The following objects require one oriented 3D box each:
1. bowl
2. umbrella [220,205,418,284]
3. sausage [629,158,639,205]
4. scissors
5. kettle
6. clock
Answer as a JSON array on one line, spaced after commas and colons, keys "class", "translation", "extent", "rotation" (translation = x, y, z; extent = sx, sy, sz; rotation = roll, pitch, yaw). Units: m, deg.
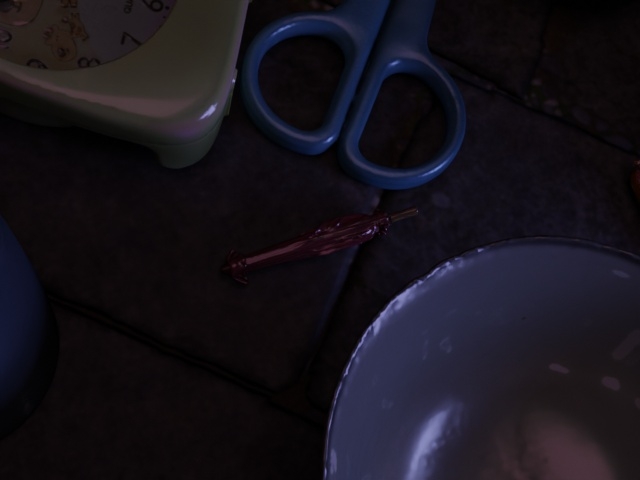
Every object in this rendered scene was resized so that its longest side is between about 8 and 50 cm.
[{"class": "bowl", "translation": [0.150, 0.178, 0.806], "extent": [0.337, 0.157, 0.337], "rotation": [4, 70, -11]}, {"class": "umbrella", "translation": [0.000, 0.000, 0.911], "extent": [0.165, 0.027, 0.025], "rotation": [-17, 30, -15]}, {"class": "sausage", "translation": [0.289, -0.021, 0.971], "extent": [0.031, 0.031, 0.107], "rotation": [-21, 76, -17]}, {"class": "scissors", "translation": [0.080, -0.255, 1.015], "extent": [0.193, 0.029, 0.447], "rotation": [22, 68, -3]}, {"class": "kettle", "translation": [-0.257, 0.012, 0.741], "extent": [0.160, 0.243, 0.210], "rotation": [-10, 71, -14]}, {"class": "clock", "translation": [-0.208, -0.196, 0.904], "extent": [0.308, 0.096, 0.235], "rotation": [13, 70, -6]}]
